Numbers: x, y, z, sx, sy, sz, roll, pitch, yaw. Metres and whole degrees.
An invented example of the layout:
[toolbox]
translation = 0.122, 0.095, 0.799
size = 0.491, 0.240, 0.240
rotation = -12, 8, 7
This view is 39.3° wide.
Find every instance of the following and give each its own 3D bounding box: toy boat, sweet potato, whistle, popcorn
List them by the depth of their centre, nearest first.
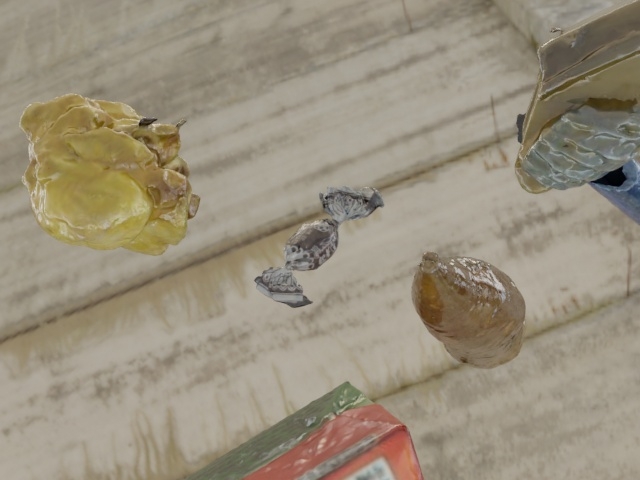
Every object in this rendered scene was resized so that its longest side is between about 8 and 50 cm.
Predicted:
[toy boat]
translation = 0.331, -0.126, 0.553
size = 0.445, 0.162, 0.136
rotation = -22, -168, 22
[whistle]
translation = 0.380, -0.064, 1.094
size = 0.062, 0.304, 0.062
rotation = -30, -135, 35
[sweet potato]
translation = 0.191, 0.081, 1.142
size = 0.131, 0.337, 0.131
rotation = -5, -109, 16
[popcorn]
translation = -0.280, -0.078, 1.152
size = 0.253, 0.191, 0.190
rotation = 18, -163, 15

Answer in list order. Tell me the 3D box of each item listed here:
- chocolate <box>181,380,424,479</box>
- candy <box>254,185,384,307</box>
[chocolate]
translation = -0.049, 0.357, 1.179
size = 0.360, 0.161, 0.341
rotation = -30, -175, -9
[candy]
translation = 0.000, 0.000, 1.213
size = 0.094, 0.051, 0.226
rotation = 29, -121, 24
